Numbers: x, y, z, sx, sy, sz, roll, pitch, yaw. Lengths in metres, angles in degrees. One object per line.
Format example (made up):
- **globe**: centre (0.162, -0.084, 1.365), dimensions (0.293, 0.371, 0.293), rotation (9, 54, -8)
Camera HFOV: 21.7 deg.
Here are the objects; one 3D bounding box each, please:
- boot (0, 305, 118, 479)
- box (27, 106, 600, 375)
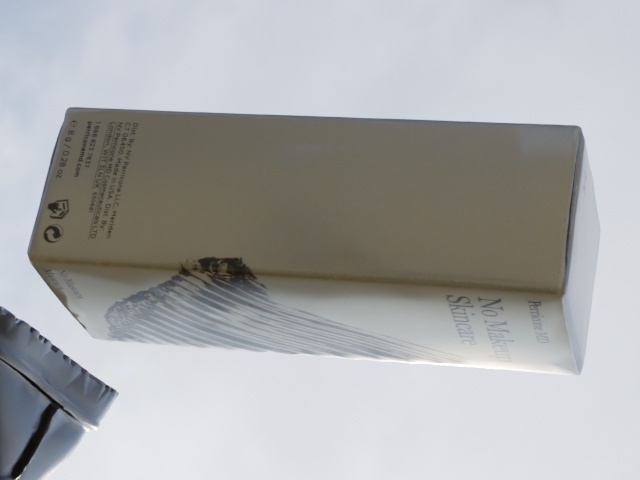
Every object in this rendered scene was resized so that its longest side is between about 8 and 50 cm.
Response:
- **boot**: centre (-0.358, 0.230, 1.177), dimensions (0.146, 0.445, 0.367), rotation (26, -12, 34)
- **box**: centre (0.000, 0.000, 0.862), dimensions (0.275, 0.094, 0.113), rotation (3, -26, 17)
